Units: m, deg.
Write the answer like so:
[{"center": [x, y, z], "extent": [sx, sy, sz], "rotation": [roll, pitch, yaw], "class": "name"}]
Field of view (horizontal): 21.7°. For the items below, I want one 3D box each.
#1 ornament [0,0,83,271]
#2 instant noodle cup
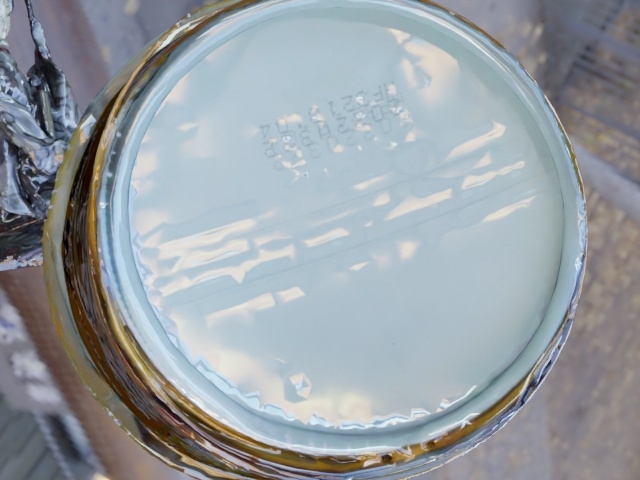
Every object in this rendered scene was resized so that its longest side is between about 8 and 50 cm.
[{"center": [-0.188, -0.095, 1.090], "extent": [0.166, 0.153, 0.196], "rotation": [-95, 175, -68], "class": "ornament"}, {"center": [0.000, 0.000, 0.619], "extent": [0.216, 0.216, 0.172], "rotation": [-59, -176, -4], "class": "instant noodle cup"}]
